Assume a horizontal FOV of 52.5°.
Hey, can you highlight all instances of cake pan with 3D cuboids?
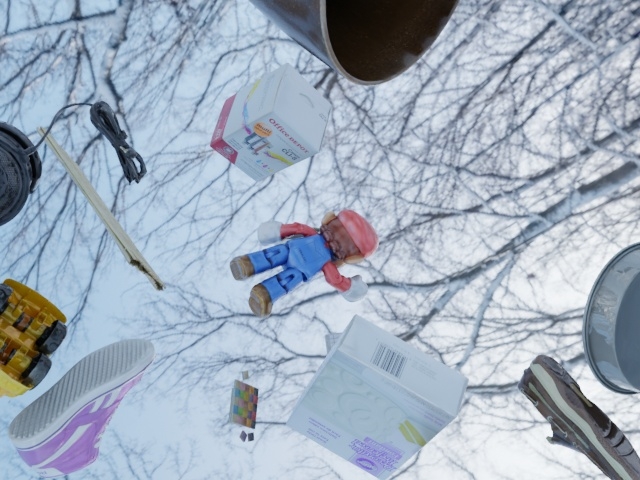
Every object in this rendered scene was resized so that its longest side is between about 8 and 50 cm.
[{"bbox_3d":[0.604,0.147,1.181,0.293,0.054,0.293,-3,-82,-25],"label":"cake pan"}]

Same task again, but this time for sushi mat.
[{"bbox_3d":[-0.363,-0.050,1.073,0.019,0.151,0.316,-37,-112,-11],"label":"sushi mat"}]

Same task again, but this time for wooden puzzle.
[{"bbox_3d":[-0.091,0.196,0.771,0.049,0.006,0.083,41,-135,-51],"label":"wooden puzzle"}]

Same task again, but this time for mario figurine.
[{"bbox_3d":[-0.021,0.047,1.345,0.321,0.170,0.198,-23,-68,-25],"label":"mario figurine"}]

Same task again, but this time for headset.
[{"bbox_3d":[-0.461,-0.073,0.926,0.394,0.243,0.185,-31,-68,-6],"label":"headset"}]

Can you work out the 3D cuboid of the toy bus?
[{"bbox_3d":[-0.578,0.207,1.132,0.149,0.211,0.220,44,-165,-23],"label":"toy bus"}]

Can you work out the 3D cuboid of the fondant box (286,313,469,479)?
[{"bbox_3d":[0.097,0.314,1.248,0.238,0.330,0.096,30,-132,2],"label":"fondant box"}]

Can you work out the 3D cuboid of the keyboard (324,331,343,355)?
[{"bbox_3d":[0.061,0.341,1.563,0.072,0.014,0.256,-11,-121,4],"label":"keyboard"}]

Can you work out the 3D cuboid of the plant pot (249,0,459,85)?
[{"bbox_3d":[-0.010,-0.282,0.570,0.230,0.215,0.215,34,-141,27],"label":"plant pot"}]

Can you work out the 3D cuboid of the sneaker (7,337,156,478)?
[{"bbox_3d":[-0.407,0.306,1.176,0.282,0.102,0.161,-37,-48,-30],"label":"sneaker"}]

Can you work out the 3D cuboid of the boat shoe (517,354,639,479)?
[{"bbox_3d":[0.432,0.319,1.103,0.095,0.095,0.257,17,-150,-37],"label":"boat shoe"}]

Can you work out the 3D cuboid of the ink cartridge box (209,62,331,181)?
[{"bbox_3d":[-0.091,-0.216,1.209,0.128,0.176,0.127,37,-131,-33],"label":"ink cartridge box"}]

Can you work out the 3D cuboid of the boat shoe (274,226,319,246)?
[{"bbox_3d":[0.000,0.000,1.609,0.228,0.081,0.068,1,-132,12],"label":"boat shoe"}]
